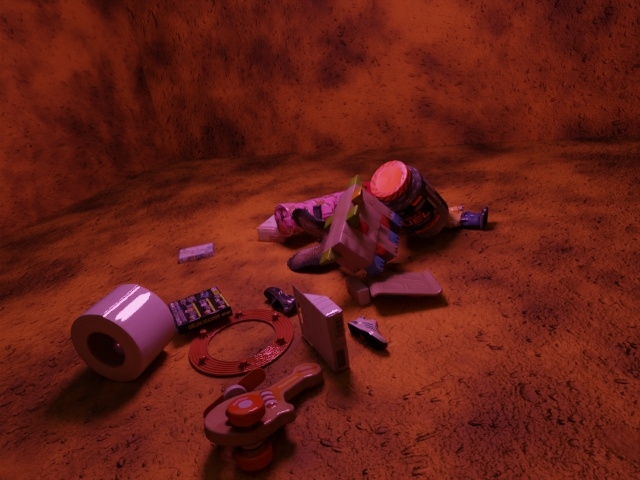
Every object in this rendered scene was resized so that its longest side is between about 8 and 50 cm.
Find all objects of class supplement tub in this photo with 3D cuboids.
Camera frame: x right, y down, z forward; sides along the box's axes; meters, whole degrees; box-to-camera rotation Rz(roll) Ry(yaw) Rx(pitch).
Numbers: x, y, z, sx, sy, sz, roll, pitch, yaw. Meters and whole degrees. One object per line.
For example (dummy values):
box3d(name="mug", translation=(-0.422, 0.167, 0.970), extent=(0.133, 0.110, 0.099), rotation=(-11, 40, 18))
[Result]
box3d(name="supplement tub", translation=(0.358, -0.162, 1.874), extent=(0.207, 0.338, 0.207), rotation=(-23, 51, 31))

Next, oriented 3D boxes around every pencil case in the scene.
box3d(name="pencil case", translation=(-0.021, -0.122, 2.125), extent=(0.386, 0.167, 0.160), rotation=(-13, 68, -30))

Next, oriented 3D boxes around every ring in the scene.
box3d(name="ring", translation=(-0.252, 0.306, 1.478), extent=(0.337, 0.032, 0.336), rotation=(-7, 24, 3))

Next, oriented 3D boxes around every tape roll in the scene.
box3d(name="tape roll", translation=(-0.591, 0.277, 1.405), extent=(0.246, 0.246, 0.169), rotation=(0, 27, 20))

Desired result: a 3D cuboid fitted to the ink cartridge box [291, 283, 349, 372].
box3d(name="ink cartridge box", translation=(0.000, 0.239, 1.342), extent=(0.066, 0.189, 0.232), rotation=(-17, 25, -17))

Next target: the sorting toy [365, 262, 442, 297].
box3d(name="sorting toy", translation=(0.275, 0.140, 1.632), extent=(0.229, 0.041, 0.307), rotation=(-2, 14, -1))

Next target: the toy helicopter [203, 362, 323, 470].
box3d(name="toy helicopter", translation=(-0.136, 0.397, 1.168), extent=(0.235, 0.140, 0.355), rotation=(1, 14, 41))

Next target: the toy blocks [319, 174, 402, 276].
box3d(name="toy blocks", translation=(0.168, -0.015, 1.671), extent=(0.191, 0.261, 0.381), rotation=(-35, 28, 45))

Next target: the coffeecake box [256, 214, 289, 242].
box3d(name="coffeecake box", translation=(-0.193, -0.063, 2.219), extent=(0.142, 0.068, 0.185), rotation=(5, 28, 25))

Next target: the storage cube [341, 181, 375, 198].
box3d(name="storage cube", translation=(0.227, -0.130, 2.051), extent=(0.184, 0.215, 0.193), rotation=(-28, 36, -36))

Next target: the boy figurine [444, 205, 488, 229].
box3d(name="boy figurine", translation=(0.576, -0.110, 2.025), extent=(0.285, 0.092, 0.177), rotation=(10, 33, 30))

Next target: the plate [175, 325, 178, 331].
box3d(name="plate", translation=(-0.477, 0.262, 1.664), extent=(0.188, 0.024, 0.188), rotation=(-8, 23, 4))

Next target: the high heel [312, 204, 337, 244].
box3d(name="high heel", translation=(0.094, -0.065, 1.973), extent=(0.261, 0.186, 0.093), rotation=(-2, 11, 23))

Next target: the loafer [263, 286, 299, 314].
box3d(name="loafer", translation=(-0.149, 0.209, 1.621), extent=(0.061, 0.062, 0.170), rotation=(-33, 32, -33))

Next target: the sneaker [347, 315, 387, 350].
box3d(name="sneaker", translation=(0.154, 0.266, 1.385), extent=(0.075, 0.057, 0.161), rotation=(-30, 28, -27))

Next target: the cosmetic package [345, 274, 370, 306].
box3d(name="cosmetic package", translation=(0.128, 0.172, 1.601), extent=(0.041, 0.060, 0.115), rotation=(-17, 24, -14))

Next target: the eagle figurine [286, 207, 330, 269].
box3d(name="eagle figurine", translation=(0.001, 0.006, 1.866), extent=(0.298, 0.225, 0.226), rotation=(7, 44, 10))

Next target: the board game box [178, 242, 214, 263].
box3d(name="board game box", translation=(-0.568, 0.057, 2.141), extent=(0.154, 0.026, 0.103), rotation=(-13, 24, -7))

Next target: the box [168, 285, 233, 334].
box3d(name="box", translation=(-0.417, 0.238, 1.609), extent=(0.184, 0.045, 0.191), rotation=(-18, 23, -23))
